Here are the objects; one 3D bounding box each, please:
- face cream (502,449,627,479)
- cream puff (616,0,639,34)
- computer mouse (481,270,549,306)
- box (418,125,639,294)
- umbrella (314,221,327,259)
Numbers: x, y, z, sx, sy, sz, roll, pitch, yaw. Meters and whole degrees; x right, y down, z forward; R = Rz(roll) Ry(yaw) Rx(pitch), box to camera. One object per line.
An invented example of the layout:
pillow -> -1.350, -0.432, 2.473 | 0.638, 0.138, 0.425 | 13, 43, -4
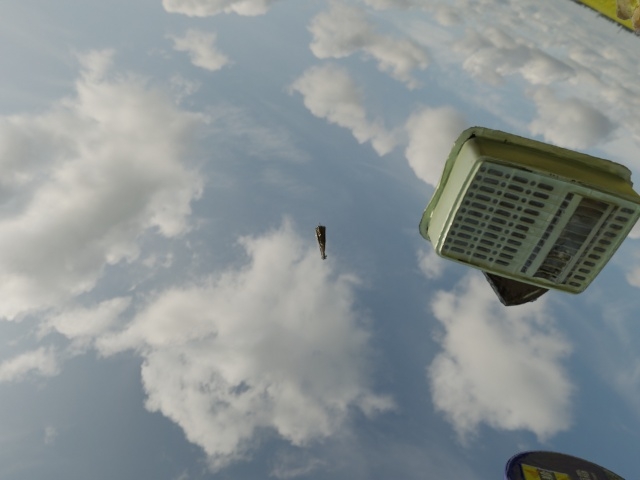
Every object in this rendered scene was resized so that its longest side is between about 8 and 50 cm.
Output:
face cream -> 0.380, 0.423, 0.600 | 0.205, 0.111, 0.206 | 4, -176, 0
cream puff -> 0.674, -0.476, 0.727 | 0.243, 0.196, 0.244 | 2, -146, -1
computer mouse -> 0.494, 0.026, 1.070 | 0.296, 0.168, 0.087 | 63, -172, -1
box -> 0.330, -0.051, 0.663 | 0.290, 0.221, 0.166 | 16, -148, 1
umbrella -> 0.002, 0.001, 0.803 | 0.020, 0.031, 0.083 | 12, -123, -44
